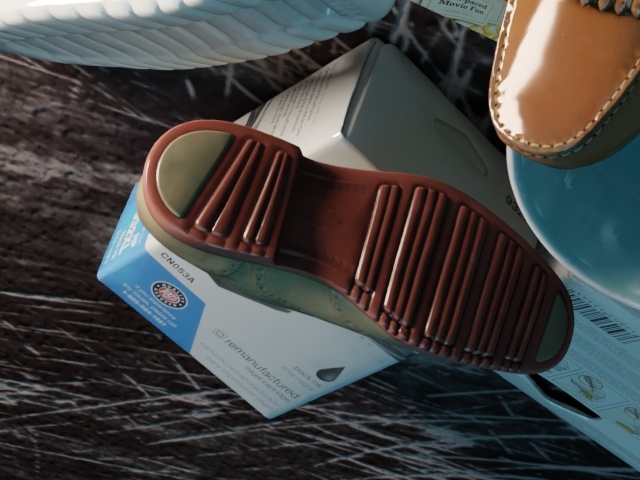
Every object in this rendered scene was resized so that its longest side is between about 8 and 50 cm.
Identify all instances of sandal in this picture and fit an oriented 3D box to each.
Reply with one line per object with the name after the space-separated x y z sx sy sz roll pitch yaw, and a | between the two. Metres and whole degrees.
-0.105 -0.198 1.304 0.416 0.102 0.169 -1 169 39 | sandal

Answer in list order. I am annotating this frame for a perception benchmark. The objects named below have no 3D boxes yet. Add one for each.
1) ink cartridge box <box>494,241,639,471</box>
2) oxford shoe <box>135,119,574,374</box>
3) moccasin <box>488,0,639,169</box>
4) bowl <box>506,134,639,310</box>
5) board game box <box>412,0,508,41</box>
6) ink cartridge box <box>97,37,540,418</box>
0.271 0.104 1.512 0.296 0.066 0.261 35 159 -16 | ink cartridge box
0.025 0.011 1.305 0.348 0.123 0.130 25 162 -8 | oxford shoe
0.198 -0.222 1.007 0.139 0.147 0.380 36 106 29 | moccasin
0.300 -0.098 1.219 0.312 0.163 0.311 11 137 10 | bowl
0.071 -0.224 1.159 0.193 0.146 0.045 21 139 -21 | board game box
0.000 0.000 1.454 0.307 0.129 0.223 -28 120 39 | ink cartridge box
